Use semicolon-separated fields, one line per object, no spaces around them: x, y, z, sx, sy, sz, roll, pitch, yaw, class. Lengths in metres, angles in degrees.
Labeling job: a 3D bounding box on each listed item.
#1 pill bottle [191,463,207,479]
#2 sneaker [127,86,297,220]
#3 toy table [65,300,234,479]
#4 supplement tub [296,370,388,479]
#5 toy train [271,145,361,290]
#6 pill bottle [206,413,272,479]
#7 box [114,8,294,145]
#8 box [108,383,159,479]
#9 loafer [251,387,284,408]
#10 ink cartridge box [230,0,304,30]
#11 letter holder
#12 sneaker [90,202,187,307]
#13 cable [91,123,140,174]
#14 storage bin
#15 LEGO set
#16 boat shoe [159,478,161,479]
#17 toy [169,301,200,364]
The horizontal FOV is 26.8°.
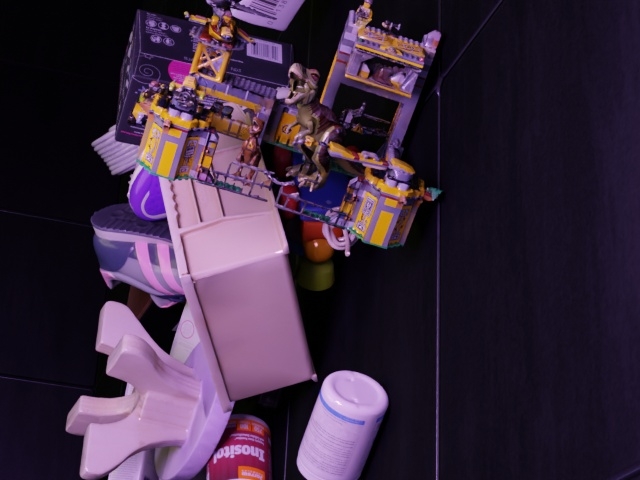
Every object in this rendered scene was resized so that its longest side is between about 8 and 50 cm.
-0.161;0.329;1.906;0.169;0.094;0.094;134;144;-65;pill bottle
-0.136;-0.093;1.845;0.293;0.102;0.146;-30;44;11;sneaker
-0.224;0.210;1.759;0.252;0.161;0.274;-95;28;-45;toy table
0.022;0.193;1.369;0.071;0.071;0.107;-104;30;-57;supplement tub
0.000;0.000;1.543;0.248;0.105;0.143;-101;16;-54;toy train
-0.104;0.307;1.727;0.086;0.086;0.152;115;158;-43;pill bottle
-0.176;-0.225;2.033;0.142;0.247;0.163;116;159;-43;box
-0.260;0.357;2.095;0.232;0.059;0.322;60;-143;-65;box
-0.097;0.162;1.805;0.223;0.078;0.076;-125;51;-66;loafer
-0.045;-0.524;1.835;0.308;0.091;0.385;-52;39;36;ink cartridge box
-0.212;0.052;2.177;0.302;0.152;0.214;134;146;-64;letter holder
-0.185;0.043;1.923;0.112;0.319;0.131;-37;-44;-48;sneaker
-0.279;-0.201;2.408;0.089;0.257;0.257;63;-160;-7;cable
-0.103;0.014;1.592;0.262;0.123;0.260;78;176;-49;storage bin
-0.016;-0.152;1.344;0.255;0.331;0.192;-63;-6;-65;LEGO set
-0.198;0.363;2.037;0.114;0.091;0.302;35;-120;-73;boat shoe
-0.130;0.103;1.967;0.137;0.056;0.237;23;102;33;toy
